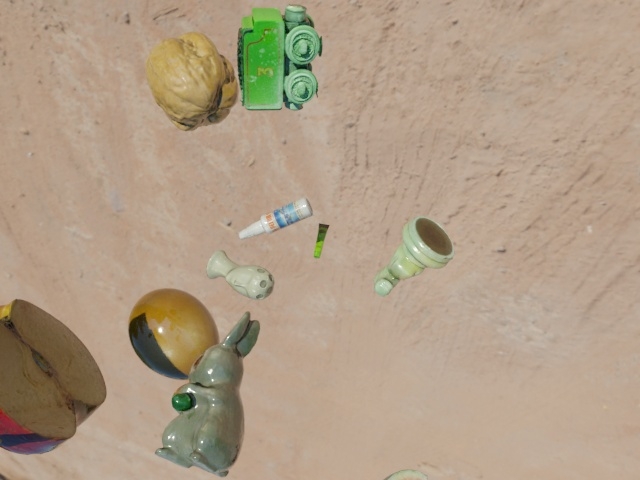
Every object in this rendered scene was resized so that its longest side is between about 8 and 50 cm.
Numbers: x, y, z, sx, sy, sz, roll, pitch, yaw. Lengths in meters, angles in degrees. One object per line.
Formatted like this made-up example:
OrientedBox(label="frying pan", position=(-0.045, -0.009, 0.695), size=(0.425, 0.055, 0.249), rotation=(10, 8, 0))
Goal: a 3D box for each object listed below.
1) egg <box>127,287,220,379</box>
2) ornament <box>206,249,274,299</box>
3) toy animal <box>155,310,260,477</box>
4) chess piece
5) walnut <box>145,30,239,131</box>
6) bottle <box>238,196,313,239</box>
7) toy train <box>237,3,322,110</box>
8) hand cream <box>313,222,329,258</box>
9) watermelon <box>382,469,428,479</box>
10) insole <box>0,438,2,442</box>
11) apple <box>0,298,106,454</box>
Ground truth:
OrientedBox(label="egg", position=(-0.512, 0.329, 1.850), size=(0.351, 0.282, 0.282), rotation=(49, 134, 1))
OrientedBox(label="ornament", position=(-0.172, 0.080, 1.147), size=(0.156, 0.081, 0.075), rotation=(23, 109, 27))
OrientedBox(label="toy animal", position=(-0.167, 0.237, 0.851), size=(0.125, 0.251, 0.127), rotation=(10, 145, 6))
OrientedBox(label="chess piece", position=(0.257, 0.074, 1.626), size=(0.175, 0.176, 0.298), rotation=(36, 129, -7))
OrientedBox(label="walnut", position=(-0.342, -0.420, 1.389), size=(0.257, 0.224, 0.257), rotation=(2, 94, 38))
OrientedBox(label="bottle", position=(-0.127, -0.054, 1.472), size=(0.217, 0.060, 0.060), rotation=(-23, 119, 11))
OrientedBox(label="toy train", position=(-0.098, -0.418, 1.217), size=(0.188, 0.132, 0.243), rotation=(-3, 130, -11))
OrientedBox(label="hand cream", position=(0.000, 0.000, 1.710), size=(0.036, 0.122, 0.023), rotation=(9, 155, 8))
OrientedBox(label="watermelon", position=(0.145, 0.712, 1.284), size=(0.175, 0.322, 0.188), rotation=(42, 127, 0))
OrientedBox(label="insole", position=(-0.671, 0.404, 1.031), size=(0.135, 0.045, 0.002), rotation=(-13, 116, 27))
OrientedBox(label="apple", position=(-0.690, 0.322, 1.257), size=(0.328, 0.295, 0.365), rotation=(-14, 114, 53))
